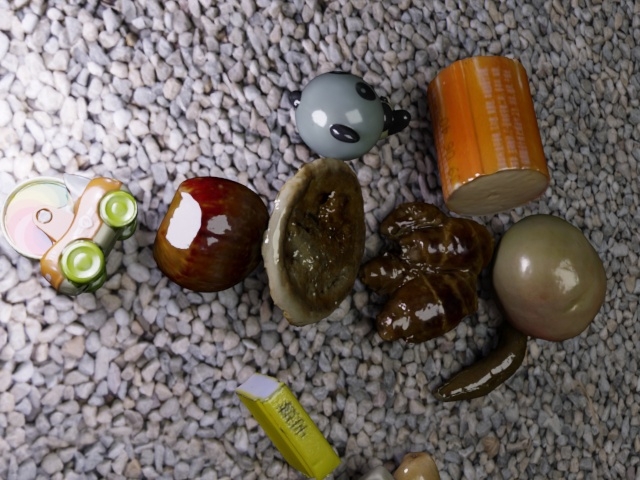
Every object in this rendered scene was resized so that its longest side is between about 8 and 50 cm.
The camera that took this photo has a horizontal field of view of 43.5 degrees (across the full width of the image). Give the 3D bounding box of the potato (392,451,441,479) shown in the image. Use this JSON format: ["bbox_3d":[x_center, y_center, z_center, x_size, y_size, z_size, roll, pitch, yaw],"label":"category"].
[{"bbox_3d":[0.211,0.560,1.775,0.118,0.109,0.178,-3,90,-51],"label":"potato"}]

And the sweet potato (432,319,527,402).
[{"bbox_3d":[0.387,0.299,1.897,0.286,0.085,0.112,-35,70,-13],"label":"sweet potato"}]

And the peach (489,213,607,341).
[{"bbox_3d":[0.509,0.089,1.836,0.247,0.292,0.292,0,89,-13],"label":"peach"}]

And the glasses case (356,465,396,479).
[{"bbox_3d":[0.174,0.636,1.695,0.131,0.070,0.313,-40,87,14],"label":"glasses case"}]

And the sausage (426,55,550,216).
[{"bbox_3d":[0.364,-0.224,1.763,0.233,0.233,0.287,8,64,-27],"label":"sausage"}]

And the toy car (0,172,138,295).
[{"bbox_3d":[-0.455,-0.032,1.436,0.235,0.145,0.235,3,78,-13],"label":"toy car"}]

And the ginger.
[{"bbox_3d":[0.232,0.076,1.771,0.274,0.152,0.357,32,73,-23],"label":"ginger"}]

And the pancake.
[{"bbox_3d":[-0.002,0.000,1.606,0.356,0.065,0.356,-12,105,-54],"label":"pancake"}]

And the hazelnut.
[{"bbox_3d":[-0.202,0.000,1.502,0.218,0.234,0.218,20,42,-19],"label":"hazelnut"}]

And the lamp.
[{"bbox_3d":[0.061,-0.261,1.678,0.244,0.197,0.198,-13,95,-46],"label":"lamp"}]

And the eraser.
[{"bbox_3d":[-0.067,0.371,1.606,0.069,0.158,0.226,-40,106,-20],"label":"eraser"}]
